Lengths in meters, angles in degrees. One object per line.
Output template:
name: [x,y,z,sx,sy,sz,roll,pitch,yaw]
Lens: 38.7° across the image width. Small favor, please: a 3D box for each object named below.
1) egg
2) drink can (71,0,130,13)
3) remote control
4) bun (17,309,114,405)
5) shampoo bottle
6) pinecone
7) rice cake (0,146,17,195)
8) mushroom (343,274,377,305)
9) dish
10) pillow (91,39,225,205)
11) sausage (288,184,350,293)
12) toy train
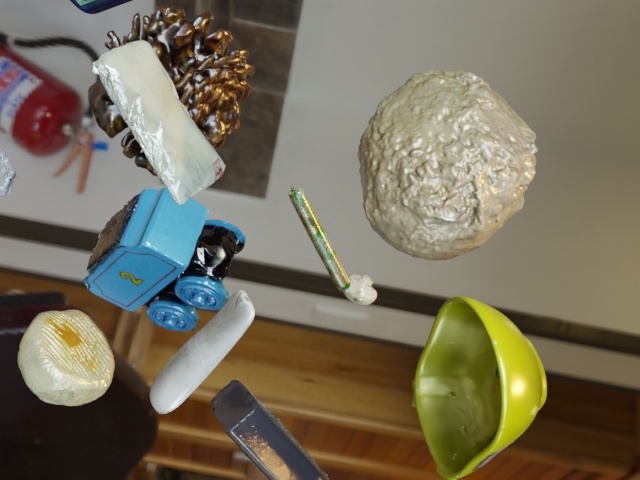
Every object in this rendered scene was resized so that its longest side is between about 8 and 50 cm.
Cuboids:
egg: [0.185,-0.111,1.360,0.279,0.279,0.310,105,-1,-49]
drink can: [-0.275,-0.407,1.312,0.118,0.205,0.118,-11,90,-69]
remote control: [-0.185,0.167,1.370,0.229,0.044,0.073,-49,-143,12]
bun: [-0.601,0.283,2.141,0.153,0.244,0.244,-40,-153,34]
shampoo bottle: [-0.041,0.336,1.345,0.071,0.309,0.098,-43,-152,-9]
pinecone: [-0.351,-0.364,2.119,0.398,0.398,0.397,-169,-90,-87]
rice cake: [-0.484,-0.195,1.140,0.056,0.073,0.365,-47,141,-29]
mushroom: [0.092,0.112,2.102,0.067,0.083,0.083,-50,-169,13]
dish: [0.231,0.209,1.271,0.262,0.108,0.221,111,-28,-44]
pillow: [-0.218,-0.165,1.249,0.229,0.051,0.128,59,35,-17]
sausage: [0.000,0.000,1.811,0.033,0.033,0.269,-85,151,-60]
toy train: [-0.316,0.043,1.822,0.300,0.265,0.188,-35,-147,50]
